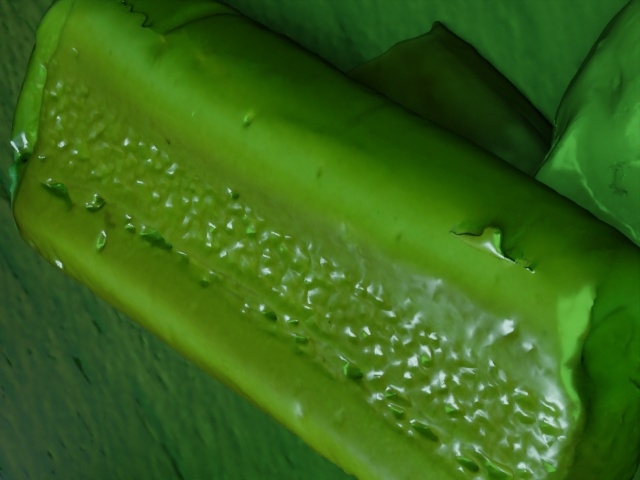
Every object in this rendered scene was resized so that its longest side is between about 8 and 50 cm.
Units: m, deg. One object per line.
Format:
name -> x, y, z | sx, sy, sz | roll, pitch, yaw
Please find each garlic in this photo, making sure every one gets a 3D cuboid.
garlic -> 0.096, 0.038, 0.896 | 0.143, 0.112, 0.318 | -20, 80, 14

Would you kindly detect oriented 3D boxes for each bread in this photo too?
bread -> 0.000, 0.000, 0.834 | 0.383, 0.112, 0.166 | 32, 114, 35

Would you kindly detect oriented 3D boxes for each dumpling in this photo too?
dumpling -> 0.177, -0.048, 0.848 | 0.136, 0.118, 0.199 | 45, 65, -1
